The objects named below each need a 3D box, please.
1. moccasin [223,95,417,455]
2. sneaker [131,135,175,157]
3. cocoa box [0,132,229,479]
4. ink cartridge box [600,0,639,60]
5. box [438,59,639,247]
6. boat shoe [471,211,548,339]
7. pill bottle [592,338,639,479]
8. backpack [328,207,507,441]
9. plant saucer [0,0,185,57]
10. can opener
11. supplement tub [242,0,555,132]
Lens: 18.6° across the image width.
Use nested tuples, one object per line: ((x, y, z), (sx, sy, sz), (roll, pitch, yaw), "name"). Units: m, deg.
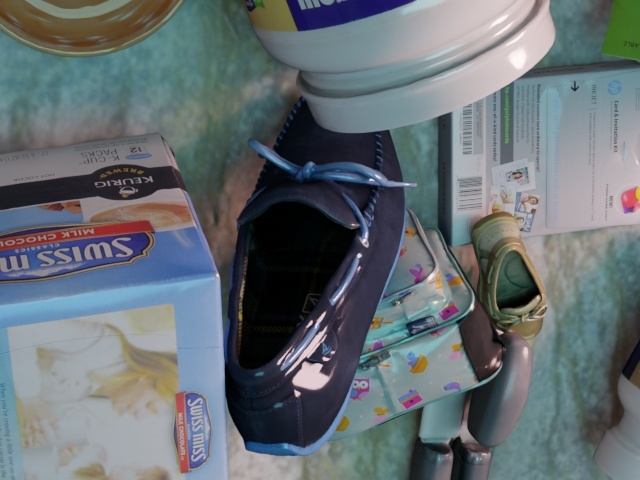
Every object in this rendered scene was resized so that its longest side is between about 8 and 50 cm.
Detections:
((0.000, 0.000, 1.502), (0.137, 0.342, 0.117), (-5, 141, 13), "moccasin")
((-0.175, -0.017, 1.588), (0.162, 0.063, 0.073), (-44, 124, 9), "sneaker")
((-0.197, 0.131, 1.487), (0.231, 0.228, 0.347), (-8, 121, -11), "cocoa box")
((0.329, -0.267, 1.566), (0.188, 0.097, 0.255), (12, 89, 22), "ink cartridge box")
((0.194, -0.076, 1.692), (0.186, 0.038, 0.145), (-7, 110, -14), "box")
((0.167, 0.041, 1.692), (0.056, 0.048, 0.153), (-19, 135, -4), "boat shoe")
((0.359, 0.112, 1.741), (0.153, 0.153, 0.265), (24, 97, -23), "pill bottle")
((0.036, 0.072, 1.617), (0.188, 0.166, 0.144), (-30, 122, 5), "backpack")
((-0.188, -0.243, 1.518), (0.200, 0.037, 0.200), (-5, 109, -16), "plant saucer")
((0.120, 0.206, 1.734), (0.074, 0.093, 0.280), (3, 110, -20), "can opener")
((0.030, -0.273, 1.467), (0.241, 0.241, 0.331), (-26, 112, -9), "supplement tub")
